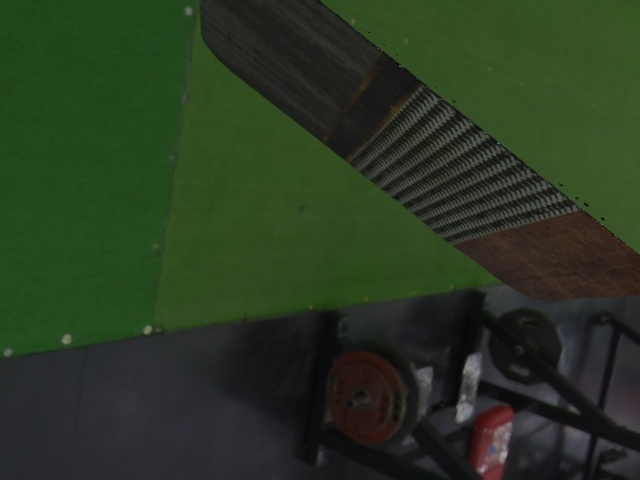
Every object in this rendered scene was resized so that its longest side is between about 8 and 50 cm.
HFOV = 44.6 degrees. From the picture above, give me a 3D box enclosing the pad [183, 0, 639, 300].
[{"bbox_3d":[0.012,-0.017,0.461,0.055,0.250,0.323,-55,-176,-28],"label":"pad"}]
